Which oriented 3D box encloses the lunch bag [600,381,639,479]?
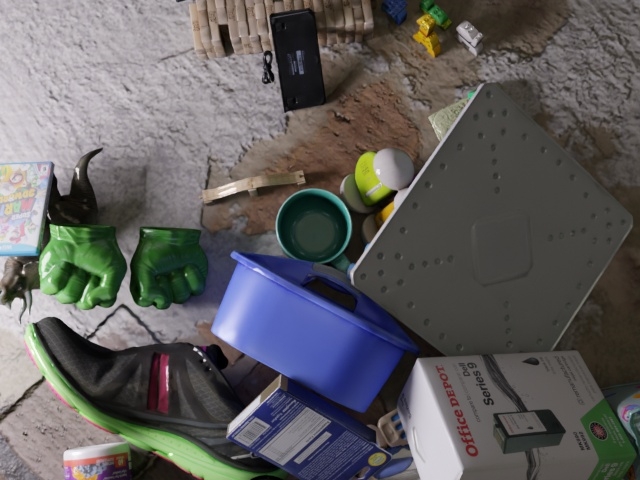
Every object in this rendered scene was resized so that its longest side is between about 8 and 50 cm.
[{"bbox_3d":[0.581,0.290,1.407,0.263,0.223,0.160,-11,89,-1],"label":"lunch bag"}]

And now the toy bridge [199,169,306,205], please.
[{"bbox_3d":[-0.120,-0.093,1.557,0.188,0.063,0.026,-11,81,-2],"label":"toy bridge"}]

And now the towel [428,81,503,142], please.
[{"bbox_3d":[0.279,-0.210,1.589,0.148,0.027,0.110,-29,83,-4],"label":"towel"}]

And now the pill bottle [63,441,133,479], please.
[{"bbox_3d":[-0.358,0.434,1.455,0.108,0.108,0.193,-8,81,0],"label":"pill bottle"}]

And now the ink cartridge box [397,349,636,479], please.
[{"bbox_3d":[0.289,0.286,1.349,0.289,0.121,0.211,0,43,-19],"label":"ink cartridge box"}]

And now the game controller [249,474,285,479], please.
[{"bbox_3d":[-0.132,0.511,1.409,0.166,0.067,0.319,37,98,-18],"label":"game controller"}]

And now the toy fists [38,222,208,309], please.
[{"bbox_3d":[-0.324,0.049,1.488,0.279,0.096,0.142,1,96,-24],"label":"toy fists"}]

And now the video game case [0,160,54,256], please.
[{"bbox_3d":[-0.511,-0.053,1.478,0.119,0.015,0.166,-2,68,9],"label":"video game case"}]

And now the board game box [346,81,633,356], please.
[{"bbox_3d":[0.285,0.010,1.458,0.390,0.050,0.390,38,82,-22],"label":"board game box"}]

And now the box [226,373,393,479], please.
[{"bbox_3d":[-0.014,0.308,1.370,0.225,0.036,0.136,35,117,-18],"label":"box"}]

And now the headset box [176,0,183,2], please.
[{"bbox_3d":[-0.239,-0.597,1.492,0.131,0.283,0.246,-17,58,-2],"label":"headset box"}]

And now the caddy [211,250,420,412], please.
[{"bbox_3d":[-0.008,0.129,1.435,0.341,0.241,0.179,28,89,4],"label":"caddy"}]

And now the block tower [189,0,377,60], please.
[{"bbox_3d":[-0.062,-0.397,1.591,0.336,0.091,0.097,-9,82,0],"label":"block tower"}]

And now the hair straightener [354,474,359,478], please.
[{"bbox_3d":[0.128,0.466,1.474,0.230,0.047,0.089,43,84,7],"label":"hair straightener"}]

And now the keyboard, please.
[{"bbox_3d":[-0.054,-0.312,1.559,0.108,0.023,0.180,-12,122,-5],"label":"keyboard"}]

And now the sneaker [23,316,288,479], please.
[{"bbox_3d":[-0.256,0.244,1.465,0.483,0.185,0.202,28,75,-5],"label":"sneaker"}]

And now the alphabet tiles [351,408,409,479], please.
[{"bbox_3d":[0.157,0.424,1.467,0.278,0.021,0.284,-27,81,-18],"label":"alphabet tiles"}]

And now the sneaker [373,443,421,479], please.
[{"bbox_3d":[0.220,0.394,1.420,0.297,0.112,0.130,7,74,-10],"label":"sneaker"}]

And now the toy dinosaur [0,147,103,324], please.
[{"bbox_3d":[-0.464,-0.023,1.541,0.160,0.121,0.313,42,78,-5],"label":"toy dinosaur"}]

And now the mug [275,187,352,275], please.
[{"bbox_3d":[-0.009,-0.003,1.524,0.130,0.097,0.157,-4,82,0],"label":"mug"}]

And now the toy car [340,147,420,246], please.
[{"bbox_3d":[0.134,-0.074,1.524,0.136,0.159,0.181,-20,79,-37],"label":"toy car"}]

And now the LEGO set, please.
[{"bbox_3d":[0.187,-0.405,1.587,0.227,0.093,0.087,44,84,7],"label":"LEGO set"}]
